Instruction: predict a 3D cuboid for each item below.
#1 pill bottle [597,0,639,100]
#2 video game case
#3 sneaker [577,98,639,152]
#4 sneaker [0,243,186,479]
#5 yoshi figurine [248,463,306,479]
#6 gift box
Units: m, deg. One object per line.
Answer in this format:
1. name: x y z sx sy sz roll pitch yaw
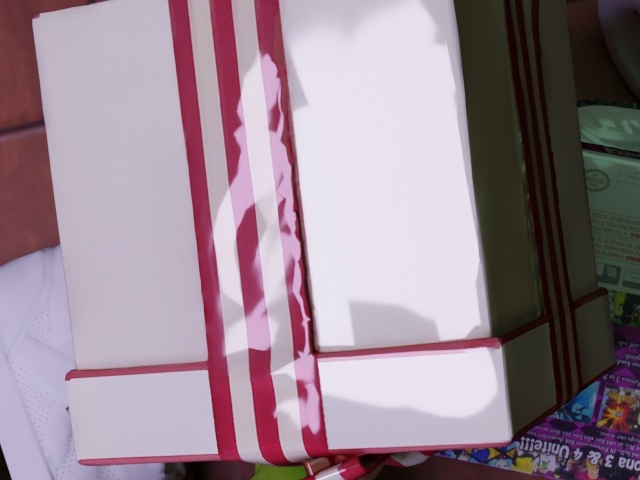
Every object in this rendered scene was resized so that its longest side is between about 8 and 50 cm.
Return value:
1. pill bottle: 0.308 -0.175 0.959 0.221 0.121 0.121 -30 73 -8
2. video game case: 0.176 0.049 0.882 0.232 0.042 0.210 10 102 6
3. sneaker: 0.114 -0.036 0.934 0.271 0.100 0.108 4 77 3
4. sneaker: -0.102 0.116 0.884 0.169 0.108 0.292 -25 71 -3
5. yoshi figurine: -0.044 0.216 0.773 0.203 0.362 0.203 -51 33 20
6. gift box: 0.000 0.000 0.764 0.276 0.255 0.258 -8 91 28
